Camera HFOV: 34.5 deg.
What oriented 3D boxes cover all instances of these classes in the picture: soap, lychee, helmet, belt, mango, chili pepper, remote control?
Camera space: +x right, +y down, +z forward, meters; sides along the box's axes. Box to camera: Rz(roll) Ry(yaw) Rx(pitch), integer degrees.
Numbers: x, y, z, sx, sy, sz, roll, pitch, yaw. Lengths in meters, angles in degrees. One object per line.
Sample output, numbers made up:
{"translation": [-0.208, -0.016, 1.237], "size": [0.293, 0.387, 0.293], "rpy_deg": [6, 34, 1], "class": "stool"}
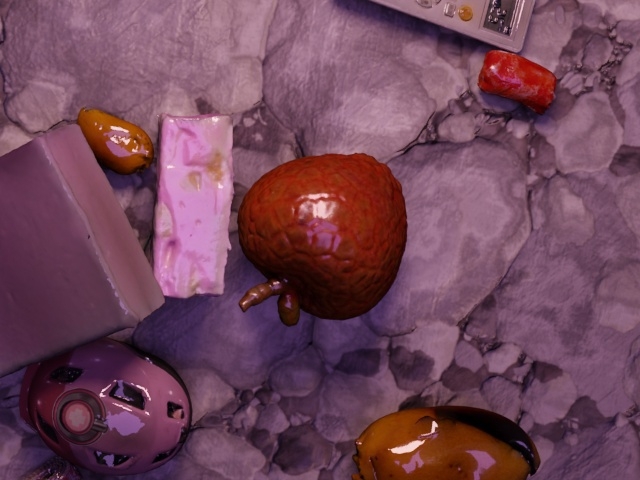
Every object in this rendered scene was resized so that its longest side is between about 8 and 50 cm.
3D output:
{"translation": [-0.402, 0.025, 1.422], "size": [0.296, 0.107, 0.285], "rpy_deg": [-20, 99, 26], "class": "soap"}
{"translation": [0.000, 0.000, 1.478], "size": [0.255, 0.255, 0.300], "rpy_deg": [36, 60, -12], "class": "lychee"}
{"translation": [-0.315, 0.254, 1.516], "size": [0.253, 0.154, 0.198], "rpy_deg": [15, 96, -15], "class": "helmet"}
{"translation": [-0.467, 0.407, 1.551], "size": [0.232, 0.071, 0.053], "rpy_deg": [-32, 121, -1], "class": "belt"}
{"translation": [0.188, 0.350, 1.601], "size": [0.287, 0.152, 0.201], "rpy_deg": [10, 93, -10], "class": "mango"}
{"translation": [0.299, -0.245, 1.579], "size": [0.123, 0.070, 0.073], "rpy_deg": [17, 114, -13], "class": "chili pepper"}
{"translation": [-0.302, -0.145, 1.503], "size": [0.127, 0.063, 0.077], "rpy_deg": [33, 97, -6], "class": "mango"}
{"translation": [0.170, -0.379, 1.550], "size": [0.313, 0.055, 0.109], "rpy_deg": [16, 87, -15], "class": "remote control"}

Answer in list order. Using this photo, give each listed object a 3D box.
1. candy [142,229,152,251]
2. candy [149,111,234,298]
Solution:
{"translation": [-0.268, 0.023, 1.555], "size": [0.023, 0.025, 0.083], "rpy_deg": [31, 82, -54], "class": "candy"}
{"translation": [-0.185, -0.053, 1.485], "size": [0.115, 0.155, 0.265], "rpy_deg": [4, 98, -8], "class": "candy"}
